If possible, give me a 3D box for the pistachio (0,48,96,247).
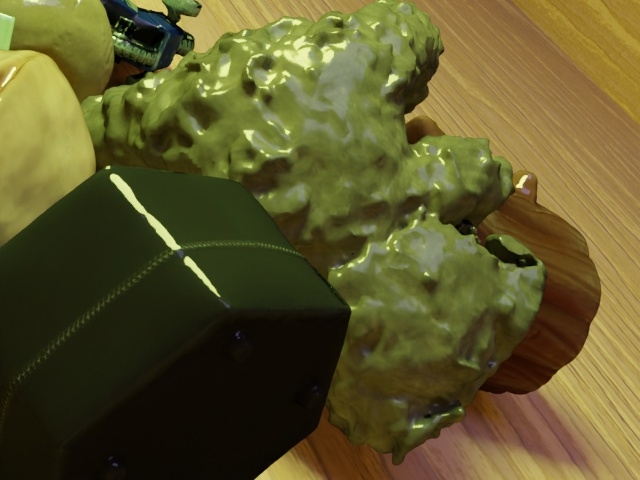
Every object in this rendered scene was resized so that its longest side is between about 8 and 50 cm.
[{"bbox_3d":[-0.246,-0.035,0.971,0.187,0.187,0.299,34,23,-1],"label":"pistachio"}]

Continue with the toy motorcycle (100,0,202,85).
[{"bbox_3d":[-0.223,-0.228,1.596,0.169,0.113,0.315,25,10,0],"label":"toy motorcycle"}]

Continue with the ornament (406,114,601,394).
[{"bbox_3d":[0.122,0.036,1.420,0.218,0.221,0.235,26,62,-37],"label":"ornament"}]

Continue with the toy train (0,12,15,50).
[{"bbox_3d":[-0.313,-0.233,1.125,0.188,0.159,0.271,15,67,-21],"label":"toy train"}]

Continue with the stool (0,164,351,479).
[{"bbox_3d":[-0.104,0.075,0.902,0.141,0.232,0.232,48,23,27],"label":"stool"}]

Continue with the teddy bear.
[{"bbox_3d":[0.000,0.000,1.213,0.224,0.357,0.367,131,-63,-74],"label":"teddy bear"}]

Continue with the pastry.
[{"bbox_3d":[-0.253,-0.162,1.315,0.156,0.156,0.092,19,36,-38],"label":"pastry"}]
